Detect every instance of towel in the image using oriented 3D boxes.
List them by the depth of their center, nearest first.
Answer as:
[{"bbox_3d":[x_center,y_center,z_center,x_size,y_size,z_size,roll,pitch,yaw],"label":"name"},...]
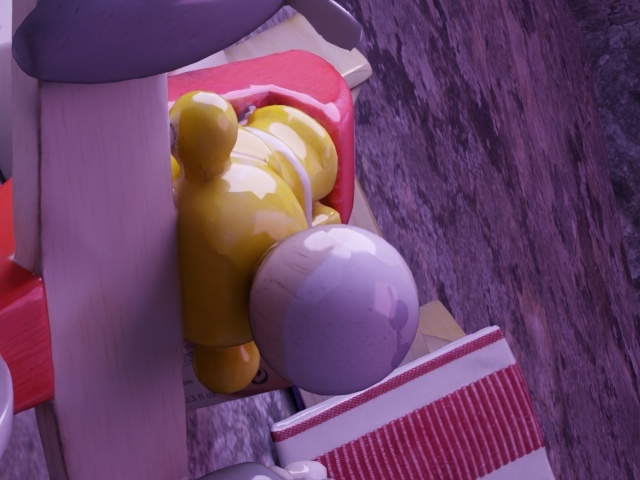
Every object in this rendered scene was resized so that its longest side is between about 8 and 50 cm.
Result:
[{"bbox_3d":[0.105,0.263,1.605,0.037,0.237,0.329,10,-59,65],"label":"towel"}]

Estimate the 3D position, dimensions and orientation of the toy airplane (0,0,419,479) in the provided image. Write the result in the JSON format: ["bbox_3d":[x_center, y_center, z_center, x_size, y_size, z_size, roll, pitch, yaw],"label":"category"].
[{"bbox_3d":[-0.089,0.022,0.945,0.386,0.272,0.384,47,58,-65],"label":"toy airplane"}]

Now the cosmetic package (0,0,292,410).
[{"bbox_3d":[-0.115,-0.045,1.254,0.153,0.129,0.296,-77,148,-55],"label":"cosmetic package"}]

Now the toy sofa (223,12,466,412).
[{"bbox_3d":[0.000,0.000,1.616,0.362,0.177,0.150,65,-5,-31],"label":"toy sofa"}]
